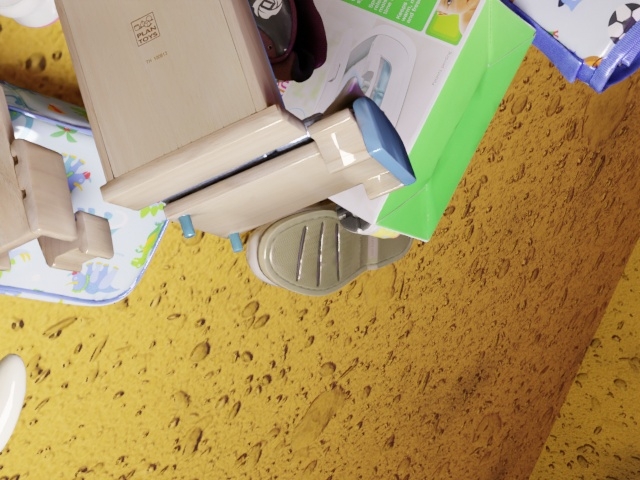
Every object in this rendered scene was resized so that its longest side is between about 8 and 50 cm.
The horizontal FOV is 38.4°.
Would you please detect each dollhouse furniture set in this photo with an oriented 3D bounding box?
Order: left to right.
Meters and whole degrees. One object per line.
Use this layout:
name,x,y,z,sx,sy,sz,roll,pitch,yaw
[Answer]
dollhouse furniture set,-0.107,-0.105,0.761,0.287,0.198,0.303,-22,166,15

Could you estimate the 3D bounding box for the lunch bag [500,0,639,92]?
lunch bag,0.322,-0.379,1.085,0.385,0.328,0.239,-40,164,-24

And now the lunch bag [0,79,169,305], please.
lunch bag,-0.244,-0.034,0.804,0.219,0.090,0.176,14,107,-43

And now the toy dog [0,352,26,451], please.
toy dog,-0.360,0.016,0.498,0.396,0.284,0.407,1,109,-21

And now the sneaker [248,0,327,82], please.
sneaker,-0.092,-0.153,0.880,0.106,0.163,0.281,15,104,-58

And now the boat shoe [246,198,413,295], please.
boat shoe,0.000,0.000,1.196,0.302,0.103,0.113,-7,108,-51

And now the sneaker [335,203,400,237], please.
sneaker,0.064,-0.091,1.161,0.094,0.081,0.208,25,55,-43

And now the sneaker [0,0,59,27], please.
sneaker,-0.218,-0.277,0.651,0.111,0.103,0.252,-8,123,-54

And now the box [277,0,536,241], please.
box,0.068,-0.168,1.027,0.127,0.231,0.261,15,105,-54
